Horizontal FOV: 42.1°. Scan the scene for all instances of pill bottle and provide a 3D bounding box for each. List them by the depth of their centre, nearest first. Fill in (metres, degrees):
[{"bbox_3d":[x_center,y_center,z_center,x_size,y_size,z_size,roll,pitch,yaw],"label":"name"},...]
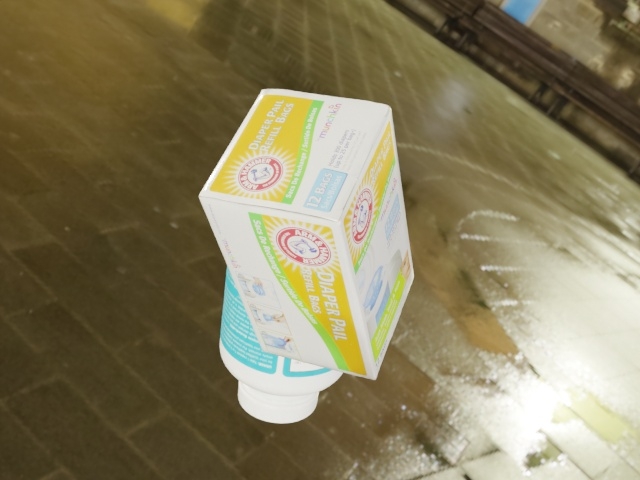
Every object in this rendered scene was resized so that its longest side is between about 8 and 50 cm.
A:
[{"bbox_3d":[-0.032,0.064,0.900,0.146,0.264,0.146,8,25,-4],"label":"pill bottle"}]

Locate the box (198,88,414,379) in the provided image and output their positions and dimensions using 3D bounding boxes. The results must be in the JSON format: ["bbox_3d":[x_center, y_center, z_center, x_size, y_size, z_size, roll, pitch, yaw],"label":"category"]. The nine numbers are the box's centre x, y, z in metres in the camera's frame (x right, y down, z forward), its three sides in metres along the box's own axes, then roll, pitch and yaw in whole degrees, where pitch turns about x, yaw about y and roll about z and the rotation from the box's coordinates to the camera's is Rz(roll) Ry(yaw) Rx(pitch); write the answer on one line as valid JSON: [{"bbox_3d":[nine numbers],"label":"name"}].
[{"bbox_3d":[0.000,0.000,0.635,0.103,0.203,0.114,11,54,20],"label":"box"}]
